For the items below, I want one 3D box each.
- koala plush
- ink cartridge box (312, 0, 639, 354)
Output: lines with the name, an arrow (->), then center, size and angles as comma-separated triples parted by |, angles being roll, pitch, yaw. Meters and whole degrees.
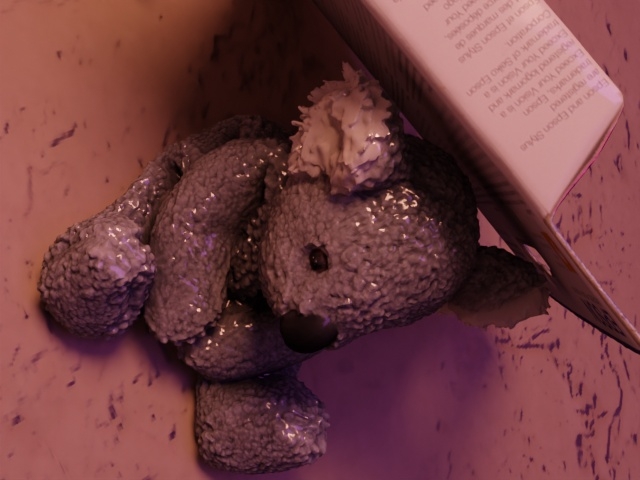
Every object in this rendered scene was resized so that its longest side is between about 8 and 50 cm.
koala plush -> 0.000, 0.000, 0.548 | 0.196, 0.221, 0.203 | 47, 53, -21
ink cartridge box -> 0.071, -0.103, 0.559 | 0.330, 0.071, 0.324 | 50, 5, 1
